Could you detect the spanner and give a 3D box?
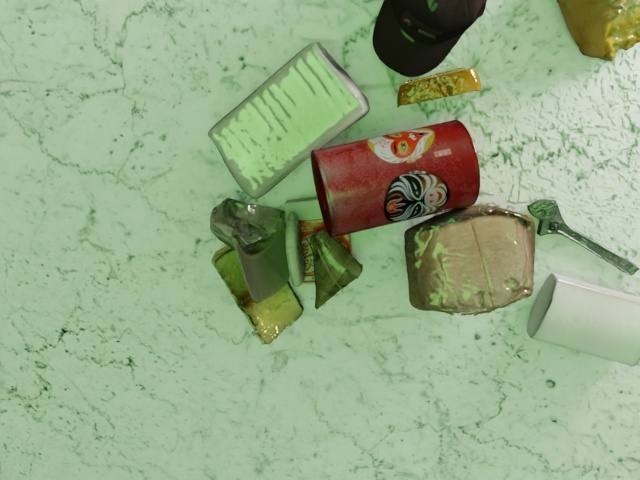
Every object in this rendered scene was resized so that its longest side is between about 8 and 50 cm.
[{"bbox_3d":[0.647,-0.004,1.375,0.325,0.026,0.093,29,108,-5],"label":"spanner"}]

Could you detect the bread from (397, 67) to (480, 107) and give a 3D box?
[{"bbox_3d":[0.263,-0.347,1.264,0.187,0.103,0.065,-11,107,12],"label":"bread"}]

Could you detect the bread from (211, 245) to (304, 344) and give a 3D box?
[{"bbox_3d":[-0.172,0.124,1.469,0.178,0.142,0.266,-34,102,-26],"label":"bread"}]

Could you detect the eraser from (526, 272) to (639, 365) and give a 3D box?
[{"bbox_3d":[0.683,0.199,1.400,0.270,0.095,0.174,16,110,2],"label":"eraser"}]

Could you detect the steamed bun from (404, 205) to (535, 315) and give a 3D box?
[{"bbox_3d":[0.352,0.045,1.344,0.301,0.199,0.251,-7,90,0],"label":"steamed bun"}]

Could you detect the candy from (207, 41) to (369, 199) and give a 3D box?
[{"bbox_3d":[-0.077,-0.277,1.306,0.359,0.145,0.208,-35,101,15],"label":"candy"}]

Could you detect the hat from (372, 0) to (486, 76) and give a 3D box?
[{"bbox_3d":[0.237,-0.504,1.161,0.238,0.209,0.336,23,111,-4],"label":"hat"}]

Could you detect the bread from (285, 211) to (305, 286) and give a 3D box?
[{"bbox_3d":[-0.060,0.035,1.385,0.036,0.112,0.193,-5,109,6],"label":"bread"}]

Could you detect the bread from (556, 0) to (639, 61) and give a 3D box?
[{"bbox_3d":[0.607,-0.505,1.154,0.174,0.133,0.251,-29,102,13],"label":"bread"}]

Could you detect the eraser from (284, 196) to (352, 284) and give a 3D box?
[{"bbox_3d":[0.000,0.000,1.445,0.157,0.038,0.230,-5,108,9],"label":"eraser"}]

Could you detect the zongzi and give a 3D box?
[{"bbox_3d":[-0.001,0.071,1.415,0.176,0.078,0.160,-40,95,26],"label":"zongzi"}]

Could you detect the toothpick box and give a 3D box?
[{"bbox_3d":[0.161,-0.139,1.253,0.333,0.204,0.204,-12,107,-5],"label":"toothpick box"}]

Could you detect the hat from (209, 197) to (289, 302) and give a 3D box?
[{"bbox_3d":[-0.185,0.022,1.394,0.149,0.214,0.244,13,110,29],"label":"hat"}]
